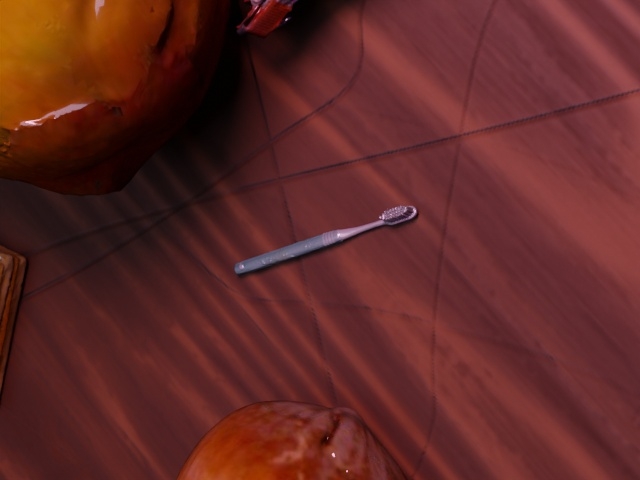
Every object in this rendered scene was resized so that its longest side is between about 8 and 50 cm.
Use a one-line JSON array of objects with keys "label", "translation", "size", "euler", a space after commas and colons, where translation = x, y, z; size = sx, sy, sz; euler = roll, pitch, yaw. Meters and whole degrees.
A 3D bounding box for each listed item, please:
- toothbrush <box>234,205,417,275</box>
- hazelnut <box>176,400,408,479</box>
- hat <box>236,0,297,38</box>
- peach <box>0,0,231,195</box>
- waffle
[{"label": "toothbrush", "translation": [0.000, 0.000, 1.241], "size": [0.167, 0.014, 0.011], "euler": [-18, 69, 32]}, {"label": "hazelnut", "translation": [-0.025, 0.205, 1.198], "size": [0.182, 0.182, 0.182], "euler": [4, 97, 31]}, {"label": "hat", "translation": [-0.023, -0.275, 1.188], "size": [0.140, 0.129, 0.227], "euler": [-43, 55, 47]}, {"label": "peach", "translation": [-0.223, -0.207, 1.190], "size": [0.372, 0.290, 0.373], "euler": [1, 91, 32]}, {"label": "waffle", "translation": [-0.308, 0.066, 1.419], "size": [0.102, 0.042, 0.148], "euler": [21, 106, 30]}]
